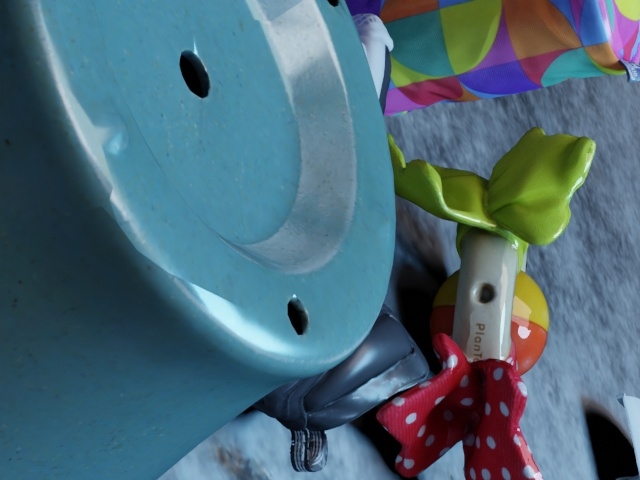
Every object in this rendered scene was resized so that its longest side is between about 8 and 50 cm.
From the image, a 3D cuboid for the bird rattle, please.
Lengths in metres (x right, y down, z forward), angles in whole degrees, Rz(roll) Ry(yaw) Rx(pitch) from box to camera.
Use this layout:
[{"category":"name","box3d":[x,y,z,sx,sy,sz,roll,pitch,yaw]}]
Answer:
[{"category":"bird rattle","box3d":[0.116,0.055,1.052,0.207,0.143,0.253,52,35,-71]}]

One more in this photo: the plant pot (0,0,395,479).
[{"category":"plant pot","box3d":[-0.128,-0.014,0.500,0.271,0.255,0.272,40,40,-44]}]

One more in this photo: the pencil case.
[{"category":"pencil case","box3d":[0.090,-0.127,1.006,0.104,0.236,0.104,24,62,-57]}]

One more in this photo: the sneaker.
[{"category":"sneaker","box3d":[0.000,0.000,0.900,0.153,0.101,0.268,56,39,-30]}]

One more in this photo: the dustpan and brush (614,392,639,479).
[{"category":"dustpan and brush","box3d":[0.293,0.214,1.368,0.211,0.060,0.147,16,59,-50]}]
